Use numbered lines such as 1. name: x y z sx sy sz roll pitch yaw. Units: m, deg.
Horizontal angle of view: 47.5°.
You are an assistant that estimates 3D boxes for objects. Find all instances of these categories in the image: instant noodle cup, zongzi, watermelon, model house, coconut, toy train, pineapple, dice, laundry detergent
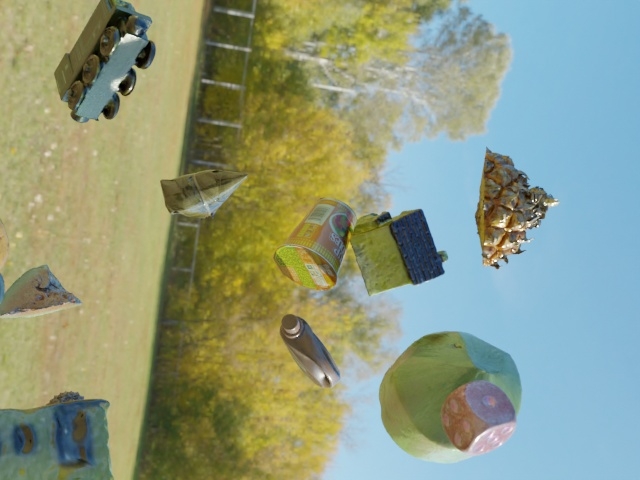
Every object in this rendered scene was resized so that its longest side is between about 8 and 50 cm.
1. instant noodle cup: 0.000 0.000 1.750 0.185 0.169 0.168 -60 176 -34
2. zongzi: -0.230 -0.113 1.663 0.205 0.205 0.094 16 57 -76
3. watermelon: -0.533 0.103 1.365 0.080 0.155 0.101 -9 -78 61
4. model house: -0.324 0.314 0.788 0.175 0.194 0.234 -44 -126 36
5. coconut: 0.287 0.336 1.599 0.328 0.329 0.281 115 -36 -59
6. toy train: -0.361 -0.303 1.214 0.225 0.090 0.137 -45 -127 29
7. pineapple: -0.551 0.384 1.516 0.221 0.083 0.103 -45 -158 39
8. dice: 0.264 0.296 1.218 0.093 0.094 0.091 61 -36 41
9. laundry detergent: -0.022 0.265 1.734 0.171 0.076 0.237 44 -14 28
10. pineapple: 0.394 -0.053 1.464 0.140 0.164 0.249 -33 131 -73
11. model house: 0.207 0.011 1.854 0.170 0.212 0.193 -35 107 -64

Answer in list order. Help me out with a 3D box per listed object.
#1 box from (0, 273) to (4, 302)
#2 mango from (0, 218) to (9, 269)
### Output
1. box: -0.682 0.091 0.930 0.111 0.396 0.396 14 -116 55
2. mango: -0.810 -0.002 1.702 0.109 0.147 0.227 38 -35 29
